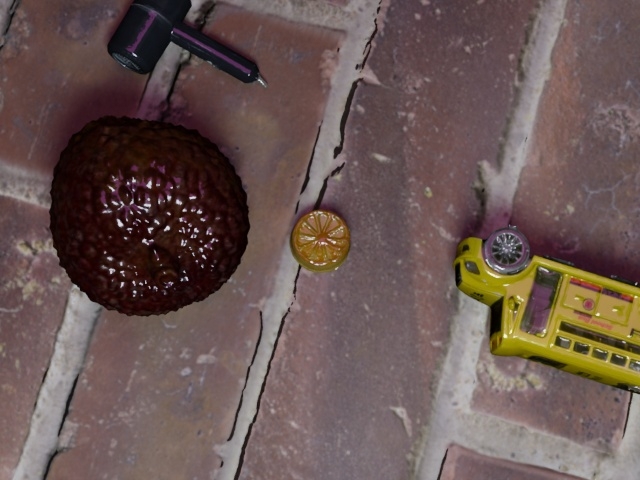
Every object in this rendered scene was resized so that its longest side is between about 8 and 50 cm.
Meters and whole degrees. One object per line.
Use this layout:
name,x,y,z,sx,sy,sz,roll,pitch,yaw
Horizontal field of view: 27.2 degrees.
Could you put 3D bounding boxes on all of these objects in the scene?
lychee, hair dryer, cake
lychee,-0.219,-0.034,1.677,0.260,0.260,0.261,0,76,0
hair dryer,-0.172,-0.260,1.825,0.219,0.071,0.124,28,80,-2
cake,0.000,0.000,1.765,0.084,0.044,0.084,0,78,0

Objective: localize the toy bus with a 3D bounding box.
toy bus,0.321,0.097,1.691,0.330,0.144,0.152,17,80,2
